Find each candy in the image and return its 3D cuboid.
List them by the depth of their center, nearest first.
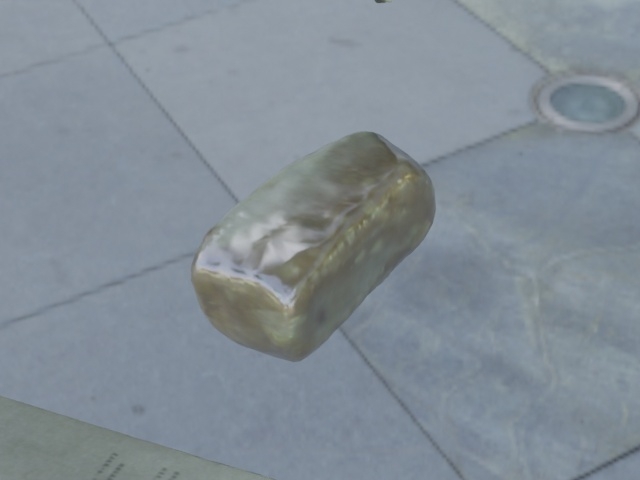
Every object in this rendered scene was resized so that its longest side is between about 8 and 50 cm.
[{"bbox_3d":[0.000,0.000,0.984,0.104,0.102,0.234,20,44,27],"label":"candy"}]

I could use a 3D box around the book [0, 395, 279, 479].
[{"bbox_3d":[-0.139,0.160,0.616,0.282,0.025,0.215,16,28,14],"label":"book"}]

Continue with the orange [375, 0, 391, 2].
[{"bbox_3d":[0.075,-0.435,1.154,0.210,0.369,0.271,-22,17,23],"label":"orange"}]
